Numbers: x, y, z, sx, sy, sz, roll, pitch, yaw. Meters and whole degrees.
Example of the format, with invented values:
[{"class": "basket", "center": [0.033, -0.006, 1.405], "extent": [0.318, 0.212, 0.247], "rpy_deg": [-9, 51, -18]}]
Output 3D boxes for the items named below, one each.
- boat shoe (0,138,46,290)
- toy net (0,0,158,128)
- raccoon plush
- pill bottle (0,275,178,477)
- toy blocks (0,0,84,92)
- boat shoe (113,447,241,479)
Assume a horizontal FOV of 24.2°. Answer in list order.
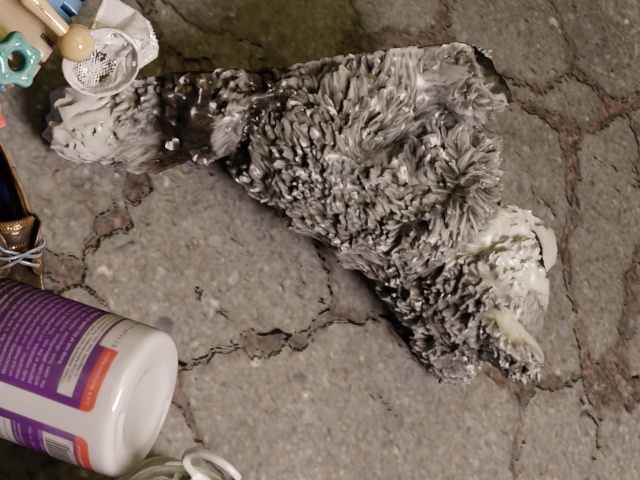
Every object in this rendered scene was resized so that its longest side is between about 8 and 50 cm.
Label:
[{"class": "boat shoe", "center": [-0.245, 0.004, 1.130], "extent": [0.066, 0.066, 0.183], "rpy_deg": [-16, 82, -39]}, {"class": "toy net", "center": [-0.205, -0.129, 1.096], "extent": [0.232, 0.045, 0.122], "rpy_deg": [-5, 101, -42]}, {"class": "raccoon plush", "center": [0.000, 0.000, 1.295], "extent": [0.446, 0.216, 0.299], "rpy_deg": [-7, 91, -7]}, {"class": "pill bottle", "center": [-0.208, 0.086, 1.048], "extent": [0.193, 0.108, 0.108], "rpy_deg": [18, 53, 15]}, {"class": "toy blocks", "center": [-0.295, -0.221, 1.131], "extent": [0.261, 0.191, 0.381], "rpy_deg": [43, 61, -26]}, {"class": "boat shoe", "center": [-0.088, 0.208, 0.993], "extent": [0.136, 0.156, 0.367], "rpy_deg": [30, 16, -6]}]
